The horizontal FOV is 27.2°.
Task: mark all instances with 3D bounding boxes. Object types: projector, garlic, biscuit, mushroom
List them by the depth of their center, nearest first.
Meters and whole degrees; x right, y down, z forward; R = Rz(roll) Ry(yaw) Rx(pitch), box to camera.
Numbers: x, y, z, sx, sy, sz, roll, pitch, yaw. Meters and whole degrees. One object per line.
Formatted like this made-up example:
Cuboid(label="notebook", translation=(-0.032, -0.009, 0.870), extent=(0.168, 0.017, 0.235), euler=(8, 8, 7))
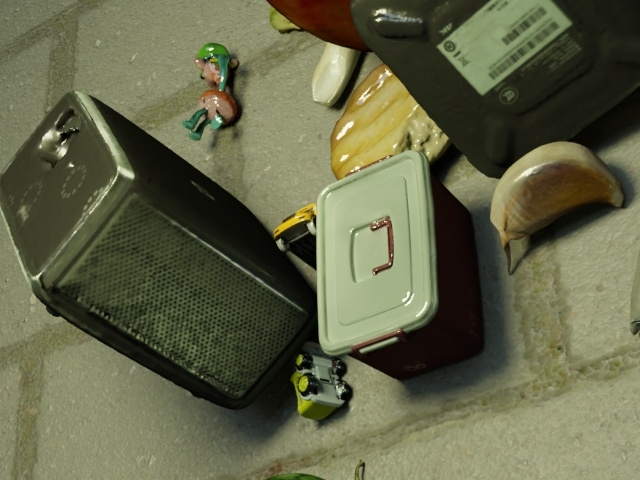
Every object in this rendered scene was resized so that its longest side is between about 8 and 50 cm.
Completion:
Cuboid(label="garlic", translation=(0.300, -0.054, 1.792), extent=(0.198, 0.128, 0.090), euler=(-35, 7, 16))
Cuboid(label="projector", translation=(-0.247, 0.018, 1.969), extent=(0.242, 0.405, 0.395), euler=(-51, 32, 5))
Cuboid(label="biscuit", translation=(0.123, -0.182, 2.028), extent=(0.274, 0.091, 0.213), euler=(-53, 35, -1))
Cuboid(label="mushroom", translation=(0.041, -0.317, 2.208), extent=(0.084, 0.071, 0.209), euler=(21, 81, 13))

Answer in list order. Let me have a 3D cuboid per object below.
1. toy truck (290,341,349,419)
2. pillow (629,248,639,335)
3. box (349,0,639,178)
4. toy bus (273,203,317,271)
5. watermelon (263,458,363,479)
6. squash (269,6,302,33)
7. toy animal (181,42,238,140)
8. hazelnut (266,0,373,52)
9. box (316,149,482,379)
Cuboid(label="toy truck", translation=(-0.012, 0.206, 1.933), extent=(0.077, 0.076, 0.111), euler=(-50, 39, 34))
Cuboid(label="pillow", translation=(0.490, 0.042, 1.604), extent=(0.255, 0.059, 0.169), euler=(-1, 67, 40))
Cuboid(label="box", translation=(0.255, -0.284, 1.781), extent=(0.359, 0.350, 0.091), euler=(-37, 15, 32))
Cuboid(label="toy bus", translation=(0.000, 0.000, 1.977), extent=(0.069, 0.162, 0.074), euler=(-29, 46, 25))
Cuboid(label="watermelon", translation=(-0.052, 0.405, 1.802), extent=(0.232, 0.127, 0.204), euler=(-23, 48, 22))
Cuboid(label="squash", translation=(0.000, -0.496, 2.330), extent=(0.169, 0.093, 0.252), euler=(7, 70, 45))
Cuboid(label="toy animal", translation=(-0.189, -0.269, 2.350), extent=(0.103, 0.100, 0.208), euler=(114, 169, -49))
Cuboid(label="hazelnut", translation=(0.062, -0.480, 1.991), extent=(0.352, 0.421, 0.421), euler=(-24, 42, -16))
Cuboid(label="box", translation=(0.115, 0.043, 1.848), extent=(0.193, 0.167, 0.294), euler=(-23, 51, 31))
